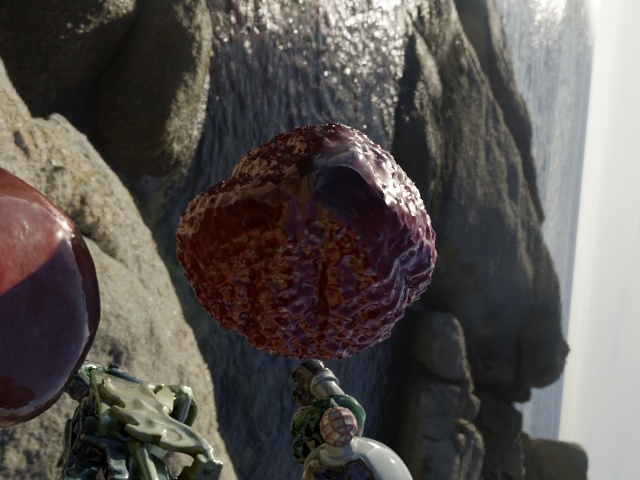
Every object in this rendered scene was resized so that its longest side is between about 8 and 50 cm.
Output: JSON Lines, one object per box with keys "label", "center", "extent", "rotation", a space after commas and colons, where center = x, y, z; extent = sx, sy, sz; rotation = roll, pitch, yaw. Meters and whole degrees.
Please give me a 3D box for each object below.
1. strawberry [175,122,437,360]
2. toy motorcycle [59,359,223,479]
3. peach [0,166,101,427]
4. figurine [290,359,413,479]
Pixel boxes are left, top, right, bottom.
{"label": "strawberry", "center": [0.000, 0.000, 0.583], "extent": [0.250, 0.238, 0.288], "rotation": [-51, 176, -23]}
{"label": "toy motorcycle", "center": [-0.288, 0.314, 0.901], "extent": [0.237, 0.410, 0.169], "rotation": [23, 98, -25]}
{"label": "peach", "center": [-0.203, 0.026, 0.332], "extent": [0.152, 0.152, 0.152], "rotation": [5, 90, -66]}
{"label": "figurine", "center": [0.036, 0.349, 0.917], "extent": [0.370, 0.167, 0.281], "rotation": [-122, -151, -54]}
